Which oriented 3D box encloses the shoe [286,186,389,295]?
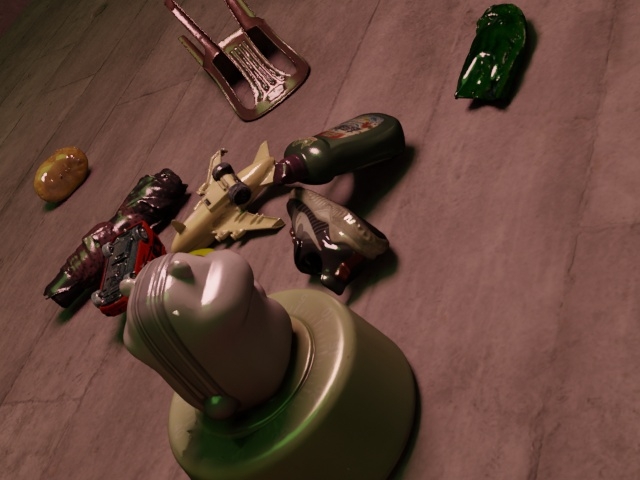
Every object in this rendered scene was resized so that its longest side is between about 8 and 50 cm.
[{"bbox_3d":[0.000,0.000,1.236,0.112,0.099,0.227,-59,33,-5],"label":"shoe"}]

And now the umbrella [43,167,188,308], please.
[{"bbox_3d":[-0.372,-0.004,1.590,0.326,0.090,0.094,-48,38,-12],"label":"umbrella"}]

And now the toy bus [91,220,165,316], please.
[{"bbox_3d":[-0.315,0.058,1.463,0.081,0.089,0.195,-28,35,17],"label":"toy bus"}]

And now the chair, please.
[{"bbox_3d":[-0.159,-0.383,1.801,0.176,0.183,0.326,-38,79,2],"label":"chair"}]

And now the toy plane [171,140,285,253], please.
[{"bbox_3d":[-0.159,-0.062,1.457,0.244,0.092,0.229,-39,48,-4],"label":"toy plane"}]

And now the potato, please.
[{"bbox_3d":[-0.579,-0.148,1.948,0.138,0.091,0.070,-46,22,-7],"label":"potato"}]

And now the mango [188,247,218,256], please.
[{"bbox_3d":[-0.197,0.082,1.338,0.163,0.089,0.117,-40,40,22],"label":"mango"}]

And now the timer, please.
[{"bbox_3d":[-0.091,0.131,0.970,0.291,0.315,0.290,-26,35,20],"label":"timer"}]

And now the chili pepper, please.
[{"bbox_3d":[0.265,-0.286,1.335,0.098,0.061,0.224,-6,44,30],"label":"chili pepper"}]

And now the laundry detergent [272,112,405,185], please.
[{"bbox_3d":[0.010,-0.128,1.300,0.222,0.078,0.144,-25,21,-32],"label":"laundry detergent"}]
